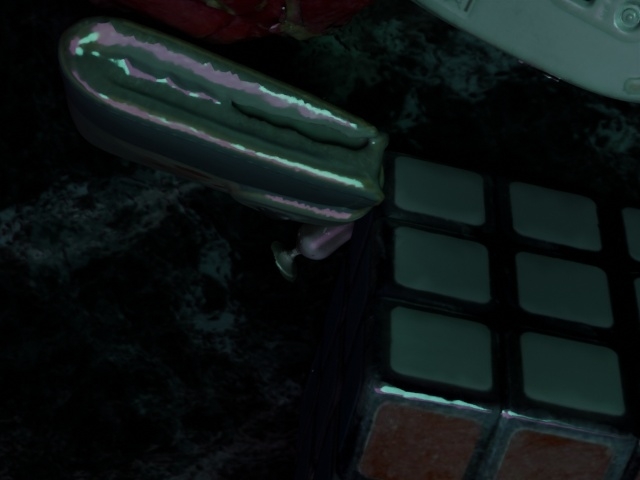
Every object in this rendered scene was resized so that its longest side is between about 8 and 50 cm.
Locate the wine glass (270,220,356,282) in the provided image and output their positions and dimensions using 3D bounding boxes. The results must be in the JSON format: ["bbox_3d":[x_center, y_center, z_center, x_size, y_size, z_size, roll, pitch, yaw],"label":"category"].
[{"bbox_3d":[0.000,0.000,1.480,0.083,0.042,0.039,-29,120,22],"label":"wine glass"}]

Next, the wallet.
[{"bbox_3d":[-0.074,-0.076,1.288,0.252,0.360,0.083,21,86,-5],"label":"wallet"}]

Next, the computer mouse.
[{"bbox_3d":[0.182,-0.209,1.278,0.288,0.097,0.159,29,123,7],"label":"computer mouse"}]

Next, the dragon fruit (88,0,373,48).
[{"bbox_3d":[-0.042,-0.281,1.138,0.329,0.329,0.329,4,124,7],"label":"dragon fruit"}]

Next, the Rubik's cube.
[{"bbox_3d":[0.148,0.151,1.389,0.303,0.301,0.305,14,125,-7],"label":"Rubik's cube"}]
